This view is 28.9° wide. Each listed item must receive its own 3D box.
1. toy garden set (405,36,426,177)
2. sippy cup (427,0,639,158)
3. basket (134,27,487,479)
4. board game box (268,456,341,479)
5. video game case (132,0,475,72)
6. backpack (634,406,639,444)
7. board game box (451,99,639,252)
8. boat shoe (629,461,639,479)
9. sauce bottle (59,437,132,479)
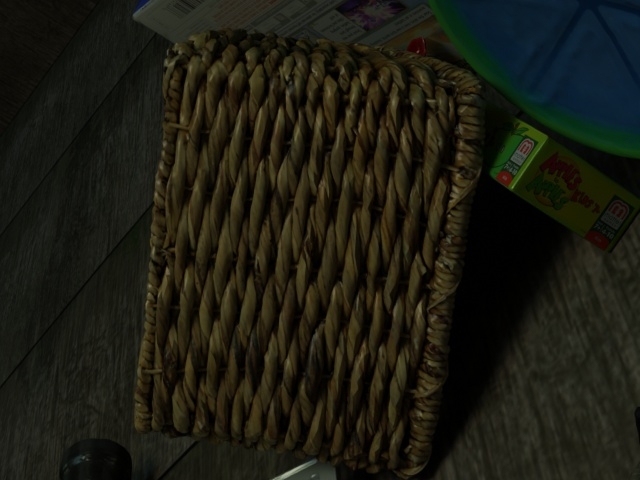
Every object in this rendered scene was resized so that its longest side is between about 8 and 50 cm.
[{"bbox_3d":[0.025,-0.072,1.089,0.244,0.049,0.203,124,160,-46],"label":"toy garden set"},{"bbox_3d":[0.212,-0.207,0.763,0.224,0.305,0.240,-50,-3,-22],"label":"sippy cup"},{"bbox_3d":[0.000,0.000,0.937,0.213,0.223,0.299,-56,-27,-76],"label":"basket"},{"bbox_3d":[-0.132,0.363,0.811,0.390,0.050,0.390,-30,29,14],"label":"board game box"},{"bbox_3d":[-0.001,-0.207,1.125,0.269,0.244,0.061,-21,44,53],"label":"video game case"},{"bbox_3d":[0.208,0.169,0.330,0.263,0.277,0.213,99,168,-48],"label":"backpack"},{"bbox_3d":[0.141,-0.059,0.884,0.043,0.092,0.181,-57,26,8],"label":"board game box"},{"bbox_3d":[0.259,0.108,0.493,0.305,0.091,0.109,-20,47,54],"label":"boat shoe"},{"bbox_3d":[-0.211,0.325,1.105,0.111,0.111,0.344,-47,29,25],"label":"sauce bottle"}]
